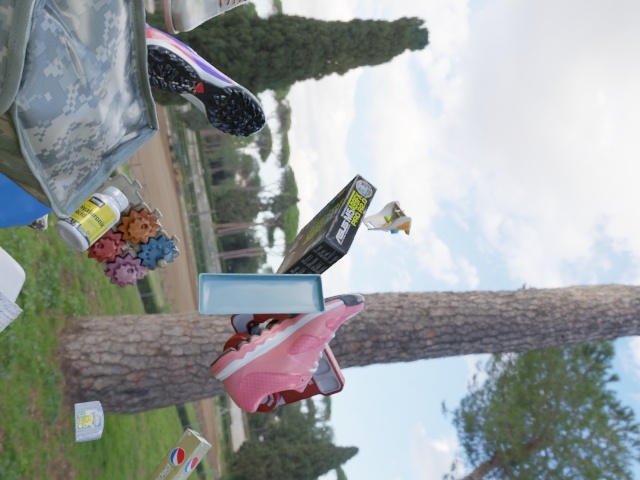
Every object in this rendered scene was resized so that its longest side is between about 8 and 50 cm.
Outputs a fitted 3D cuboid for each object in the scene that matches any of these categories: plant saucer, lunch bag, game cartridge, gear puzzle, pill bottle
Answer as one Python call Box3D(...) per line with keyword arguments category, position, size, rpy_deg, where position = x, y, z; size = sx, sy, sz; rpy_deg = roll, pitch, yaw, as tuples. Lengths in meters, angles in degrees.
Box3D(category="plant saucer", position=(-0.089, 0.084, 0.808), size=(0.018, 0.192, 0.067), rpy_deg=(114, -26, -58))
Box3D(category="lunch bag", position=(-0.274, -0.183, 0.422), size=(0.235, 0.169, 0.287), rpy_deg=(35, -26, 3))
Box3D(category="game cartridge", position=(-0.483, 0.376, 1.099), size=(0.017, 0.056, 0.083), rpy_deg=(-62, -142, 38))
Box3D(category="gear puzzle", position=(-0.433, -0.043, 1.089), size=(0.044, 0.175, 0.339), rpy_deg=(50, -12, 52))
Box3D(category="pill bottle", position=(-0.393, -0.041, 0.914), size=(0.116, 0.065, 0.065), rpy_deg=(-54, 161, -36))

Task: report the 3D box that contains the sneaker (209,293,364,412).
Box3D(category="sneaker", position=(-0.042, 0.208, 0.991), size=(0.136, 0.314, 0.116), rpy_deg=(62, -12, 3))

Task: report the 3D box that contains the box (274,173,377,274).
Box3D(category="box", position=(0.000, 0.000, 1.170), size=(0.270, 0.060, 0.216), rpy_deg=(-42, -166, 47))

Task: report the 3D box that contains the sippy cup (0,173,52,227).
Box3D(category="sippy cup", position=(-0.469, -0.146, 0.745), size=(0.224, 0.240, 0.305), rpy_deg=(52, -1, 17))

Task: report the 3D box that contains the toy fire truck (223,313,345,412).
Box3D(category="toy fire truck", position=(-0.097, 0.299, 1.413), size=(0.302, 0.254, 0.169), rpy_deg=(66, 16, -8))

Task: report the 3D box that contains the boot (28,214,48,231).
Box3D(category="boot", position=(-0.761, -0.121, 1.424), size=(0.106, 0.082, 0.219), rpy_deg=(-50, -132, 14))

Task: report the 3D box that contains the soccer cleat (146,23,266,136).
Box3D(category="soccer cleat", position=(-0.235, -0.319, 1.056), size=(0.109, 0.318, 0.116), rpy_deg=(-38, -129, 25))

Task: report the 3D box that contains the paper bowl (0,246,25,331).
Box3D(category="paper bowl", position=(-0.680, 0.049, 0.983), size=(0.284, 0.148, 0.284), rpy_deg=(32, -27, 18))

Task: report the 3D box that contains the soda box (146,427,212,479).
Box3D(category="soda box", position=(-0.354, 0.557, 1.286), size=(0.058, 0.181, 0.061), rpy_deg=(29, -18, 29))

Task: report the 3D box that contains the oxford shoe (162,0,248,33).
Box3D(category="oxford shoe", position=(-0.246, -0.619, 1.266), size=(0.140, 0.147, 0.397), rpy_deg=(95, 14, -53))

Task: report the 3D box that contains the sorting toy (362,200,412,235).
Box3D(category="sorting toy", position=(0.116, -0.033, 0.936), size=(0.083, 0.075, 0.044), rpy_deg=(-106, -172, -65))
